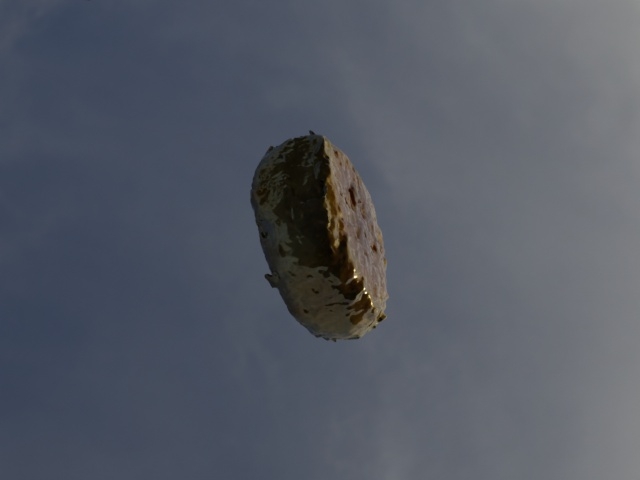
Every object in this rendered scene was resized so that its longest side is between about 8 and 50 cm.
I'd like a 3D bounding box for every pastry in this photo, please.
[{"bbox_3d":[0.000,0.000,1.310,0.192,0.093,0.182,57,-158,-48],"label":"pastry"}]
